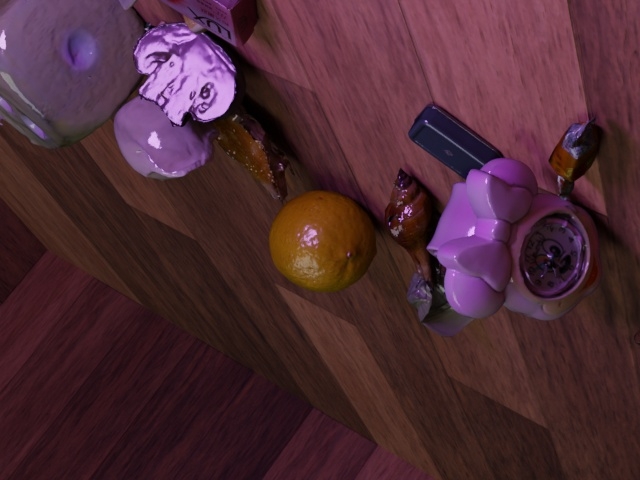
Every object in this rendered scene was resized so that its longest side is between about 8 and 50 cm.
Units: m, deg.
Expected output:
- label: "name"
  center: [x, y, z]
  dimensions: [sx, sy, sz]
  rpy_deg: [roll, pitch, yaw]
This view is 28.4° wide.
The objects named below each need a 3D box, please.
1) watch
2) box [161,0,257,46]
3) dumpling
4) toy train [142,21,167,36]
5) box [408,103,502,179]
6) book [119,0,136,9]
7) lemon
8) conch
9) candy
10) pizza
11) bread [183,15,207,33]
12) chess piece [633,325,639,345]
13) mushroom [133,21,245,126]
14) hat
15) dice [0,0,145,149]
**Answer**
- label: "watch"
  center: [0.232, 0.009, 1.707]
  dimensions: [0.248, 0.210, 0.217]
  rpy_deg: [24, 176, -26]
- label: "box"
  center: [-0.164, -0.350, 1.778]
  dimensions: [0.156, 0.060, 0.111]
  rpy_deg: [34, 165, 13]
- label: "dumpling"
  center: [-0.249, -0.173, 2.055]
  dimensions: [0.250, 0.162, 0.132]
  rpy_deg: [49, 158, 50]
- label: "toy train"
  center: [-0.236, -0.301, 2.074]
  dimensions: [0.087, 0.050, 0.138]
  rpy_deg: [15, 152, 42]
- label: "box"
  center: [0.180, -0.129, 1.722]
  dimensions: [0.126, 0.031, 0.091]
  rpy_deg: [36, 163, -3]
- label: "book"
  center: [-0.285, -0.442, 1.733]
  dimensions: [0.207, 0.020, 0.295]
  rpy_deg: [59, 160, -7]
- label: "lemon"
  center: [0.000, 0.000, 2.182]
  dimensions: [0.203, 0.178, 0.178]
  rpy_deg: [19, 156, 53]
- label: "conch"
  center: [0.146, -0.020, 1.988]
  dimensions: [0.080, 0.086, 0.232]
  rpy_deg: [27, 159, 31]
- label: "candy"
  center: [0.302, -0.104, 1.513]
  dimensions: [0.046, 0.053, 0.182]
  rpy_deg: [45, 167, 18]
- label: "pizza"
  center: [-0.118, -0.174, 2.143]
  dimensions: [0.226, 0.069, 0.147]
  rpy_deg: [44, 156, 4]
- label: "bread"
  center: [-0.175, -0.336, 1.880]
  dimensions: [0.049, 0.034, 0.088]
  rpy_deg: [55, 156, -11]
- label: "chess piece"
  center: [0.527, 0.170, 1.788]
  dimensions: [0.172, 0.060, 0.060]
  rpy_deg: [36, 164, -9]
- label: "mushroom"
  center: [-0.191, -0.256, 1.966]
  dimensions: [0.188, 0.141, 0.117]
  rpy_deg: [41, -159, 18]
- label: "hat"
  center: [0.220, 0.100, 2.223]
  dimensions: [0.166, 0.081, 0.122]
  rpy_deg: [29, 129, -28]
- label: "dice"
  center: [-0.455, -0.317, 2.114]
  dimensions: [0.252, 0.254, 0.250]
  rpy_deg: [48, 157, -29]
